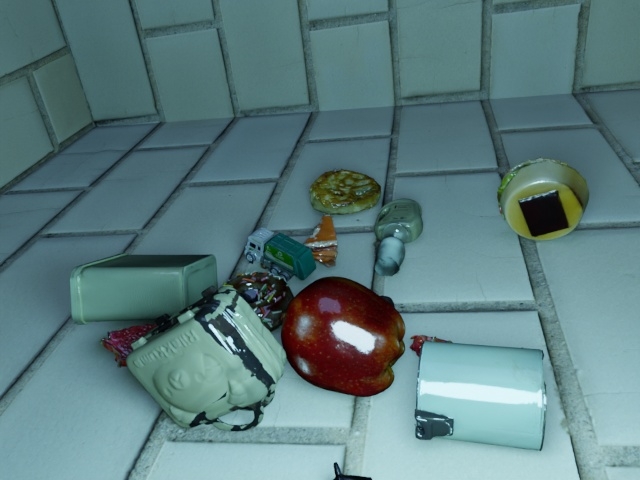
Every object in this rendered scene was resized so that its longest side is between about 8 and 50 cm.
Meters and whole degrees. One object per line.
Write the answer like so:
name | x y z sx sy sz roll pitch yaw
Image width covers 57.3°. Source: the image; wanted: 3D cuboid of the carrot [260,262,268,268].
carrot | -0.168 0.080 2.083 0.093 0.032 0.032 -13 30 -19

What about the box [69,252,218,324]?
box | -0.532 0.138 1.826 0.343 0.178 0.352 -2 5 7

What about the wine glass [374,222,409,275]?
wine glass | 0.240 0.035 1.994 0.103 0.103 0.222 2 31 16

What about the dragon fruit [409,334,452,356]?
dragon fruit | 0.292 0.291 1.556 0.112 0.126 0.068 8 75 15

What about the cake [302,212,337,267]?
cake | -0.001 -0.006 2.121 0.135 0.098 0.287 -5 30 5

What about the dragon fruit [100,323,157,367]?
dragon fruit | -0.464 0.325 1.640 0.274 0.126 0.161 -7 35 -27

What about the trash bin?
trash bin | 0.356 0.342 1.310 0.262 0.217 0.277 2 29 17

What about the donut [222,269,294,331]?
donut | -0.210 0.191 1.829 0.269 0.103 0.270 -4 30 3

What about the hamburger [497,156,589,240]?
hamburger | 0.754 -0.143 1.994 0.301 0.302 0.170 2 39 17

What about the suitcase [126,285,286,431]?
suitcase | -0.257 0.313 1.404 0.351 0.339 0.194 -29 14 32

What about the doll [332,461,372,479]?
doll | 0.062 0.557 1.152 0.127 0.088 0.249 3 34 -24

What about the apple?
apple | 0.053 0.248 1.485 0.316 0.288 0.288 22 38 15

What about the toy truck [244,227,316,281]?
toy truck | -0.137 0.050 2.011 0.253 0.124 0.114 29 41 18

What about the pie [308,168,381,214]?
pie | 0.106 -0.199 2.449 0.315 0.092 0.315 -2 33 2

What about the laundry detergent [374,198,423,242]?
laundry detergent | 0.297 -0.084 2.193 0.181 0.091 0.253 -4 30 18

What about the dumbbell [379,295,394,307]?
dumbbell | 0.094 0.209 1.698 0.225 0.124 0.140 11 35 30
